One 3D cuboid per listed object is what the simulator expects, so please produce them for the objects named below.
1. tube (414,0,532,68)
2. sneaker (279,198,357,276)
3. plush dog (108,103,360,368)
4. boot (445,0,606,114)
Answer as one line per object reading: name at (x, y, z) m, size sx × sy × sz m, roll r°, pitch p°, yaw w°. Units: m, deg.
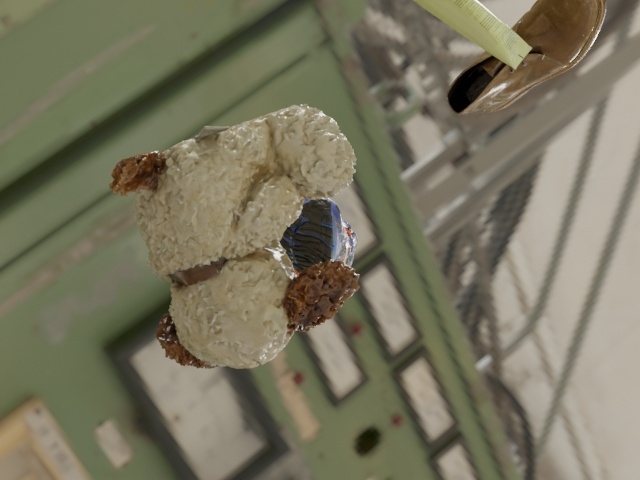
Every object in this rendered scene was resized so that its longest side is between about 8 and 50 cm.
tube at (0.200, -0.335, 2.487) m, size 0.240 × 0.070 × 0.062 m, roll 36°, pitch -15°, yaw 2°
sneaker at (0.000, 0.000, 1.979) m, size 0.083 × 0.087 × 0.221 m, roll 31°, pitch -22°, yaw 11°
plush dog at (-0.092, 0.013, 1.654) m, size 0.262 × 0.211 × 0.225 m, roll -21°, pitch -92°, yaw 36°
boot at (0.310, -0.284, 2.594) m, size 0.305 × 0.115 × 0.112 m, roll -43°, pitch -103°, yaw 39°
